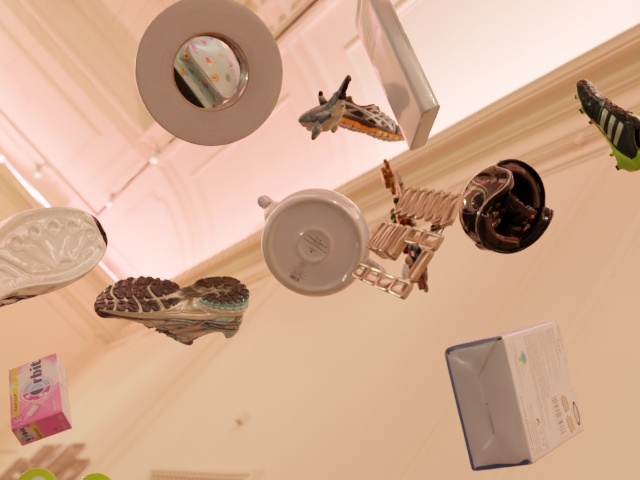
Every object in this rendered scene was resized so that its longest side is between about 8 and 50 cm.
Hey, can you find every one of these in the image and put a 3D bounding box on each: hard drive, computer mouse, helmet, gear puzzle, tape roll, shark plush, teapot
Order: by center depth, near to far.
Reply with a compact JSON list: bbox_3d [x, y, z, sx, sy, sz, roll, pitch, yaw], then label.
[{"bbox_3d":[-0.171,-0.255,1.166,0.219,0.219,0.072,55,-7,-18],"label":"tape roll"},{"bbox_3d":[0.336,-0.063,1.413,0.170,0.161,0.169,0,-67,1],"label":"helmet"},{"bbox_3d":[0.009,-0.261,1.497,0.067,0.073,0.161,54,-32,11],"label":"shark plush"},{"bbox_3d":[0.000,0.000,1.697,0.253,0.187,0.255,-14,-84,8],"label":"teapot"},{"bbox_3d":[0.176,-0.056,1.723,0.175,0.044,0.338,76,0,-54],"label":"gear puzzle"},{"bbox_3d":[0.169,-0.406,1.761,0.233,0.047,0.352,93,-24,-75],"label":"hard drive"},{"bbox_3d":[0.250,0.022,1.891,0.042,0.193,0.106,37,-9,-5],"label":"computer mouse"}]

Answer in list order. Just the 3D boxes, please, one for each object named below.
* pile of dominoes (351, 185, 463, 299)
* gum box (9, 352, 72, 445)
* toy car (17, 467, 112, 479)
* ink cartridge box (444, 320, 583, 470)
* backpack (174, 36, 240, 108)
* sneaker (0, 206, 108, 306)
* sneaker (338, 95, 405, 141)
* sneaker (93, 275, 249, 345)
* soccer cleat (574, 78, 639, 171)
[{"bbox_3d":[0.153,0.004,1.281,0.040,0.196,0.251,36,-4,-18],"label":"pile of dominoes"},{"bbox_3d":[-0.606,0.336,1.659,0.188,0.107,0.062,-119,-165,-48],"label":"gum box"},{"bbox_3d":[-0.353,0.425,1.015,0.149,0.188,0.155,11,-48,-18],"label":"toy car"},{"bbox_3d":[0.458,0.336,1.740,0.151,0.396,0.269,-17,-99,37],"label":"ink cartridge box"},{"bbox_3d":[-0.244,-0.338,1.528,0.144,0.188,0.166,-28,-61,24],"label":"backpack"},{"bbox_3d":[-0.517,0.055,1.184,0.236,0.323,0.130,-18,-81,41],"label":"sneaker"},{"bbox_3d":[0.143,-0.313,2.011,0.215,0.083,0.084,17,-4,-13],"label":"sneaker"},{"bbox_3d":[-0.276,0.144,1.432,0.110,0.283,0.122,-110,-154,-57],"label":"sneaker"},{"bbox_3d":[0.484,-0.197,1.258,0.072,0.060,0.178,-37,-101,42],"label":"soccer cleat"}]
